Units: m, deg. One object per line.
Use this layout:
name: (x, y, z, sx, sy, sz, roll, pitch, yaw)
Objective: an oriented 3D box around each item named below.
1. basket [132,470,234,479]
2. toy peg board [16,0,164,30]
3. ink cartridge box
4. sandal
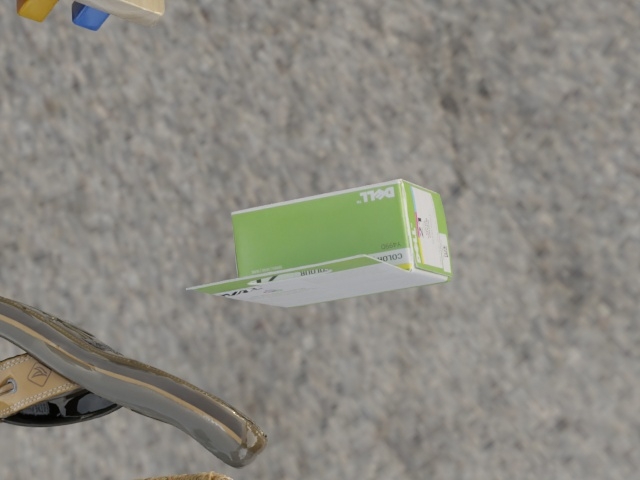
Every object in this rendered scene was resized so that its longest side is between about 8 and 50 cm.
basket: (-0.211, 0.297, 1.673, 0.299, 0.223, 0.213, -12, 146, -40)
toy peg board: (-0.191, -0.204, 1.121, 0.160, 0.161, 0.079, 18, 138, -31)
ink cartridge box: (0.000, 0.000, 1.723, 0.188, 0.255, 0.097, -10, 80, 20)
sandal: (-0.130, 0.071, 0.866, 0.219, 0.090, 0.060, 24, 86, 14)
